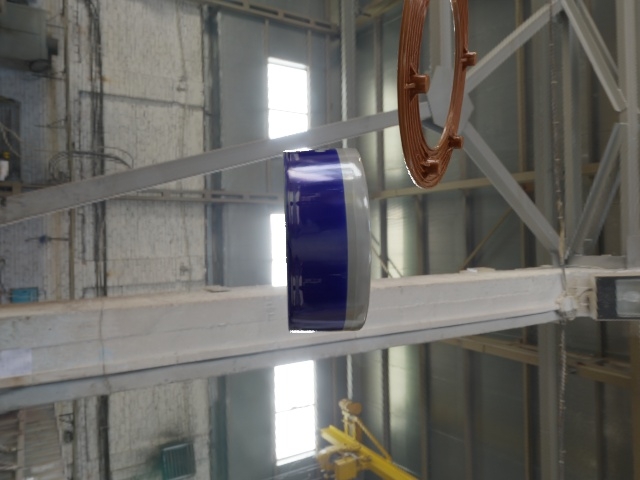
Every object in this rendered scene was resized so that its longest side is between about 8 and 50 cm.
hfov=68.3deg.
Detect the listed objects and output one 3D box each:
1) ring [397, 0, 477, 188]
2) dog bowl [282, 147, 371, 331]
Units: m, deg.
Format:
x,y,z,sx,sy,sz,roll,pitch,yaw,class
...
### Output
x,y,z,sx,sy,sz,roll,pitch,yaw,class
0.175,-0.238,0.657,0.032,0.337,0.336,8,-81,26,ring
0.000,0.000,0.687,0.265,0.104,0.264,179,-90,-86,dog bowl
